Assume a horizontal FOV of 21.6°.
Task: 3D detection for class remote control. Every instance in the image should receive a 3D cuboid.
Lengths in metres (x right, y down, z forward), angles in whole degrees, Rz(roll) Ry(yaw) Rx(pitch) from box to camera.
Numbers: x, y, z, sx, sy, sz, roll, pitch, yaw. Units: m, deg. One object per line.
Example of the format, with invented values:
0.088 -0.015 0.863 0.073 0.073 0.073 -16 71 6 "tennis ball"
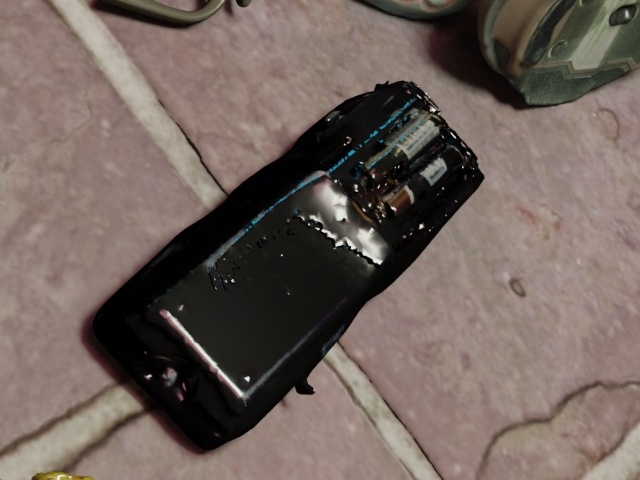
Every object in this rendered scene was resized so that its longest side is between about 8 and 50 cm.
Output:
0.000 0.000 1.223 0.144 0.062 0.399 47 43 -1 "remote control"

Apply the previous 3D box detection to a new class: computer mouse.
0.265 -0.239 1.519 0.389 0.199 0.115 -14 58 -44 "computer mouse"

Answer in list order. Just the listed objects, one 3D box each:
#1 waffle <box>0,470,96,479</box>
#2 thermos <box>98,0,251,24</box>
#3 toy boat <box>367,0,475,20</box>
-0.128 0.246 0.956 0.254 0.052 0.245 8 57 -35 "waffle"
-0.127 -0.238 1.285 0.193 0.105 0.137 16 77 -36 "thermos"
0.063 -0.269 1.459 0.207 0.079 0.134 20 47 -23 "toy boat"
